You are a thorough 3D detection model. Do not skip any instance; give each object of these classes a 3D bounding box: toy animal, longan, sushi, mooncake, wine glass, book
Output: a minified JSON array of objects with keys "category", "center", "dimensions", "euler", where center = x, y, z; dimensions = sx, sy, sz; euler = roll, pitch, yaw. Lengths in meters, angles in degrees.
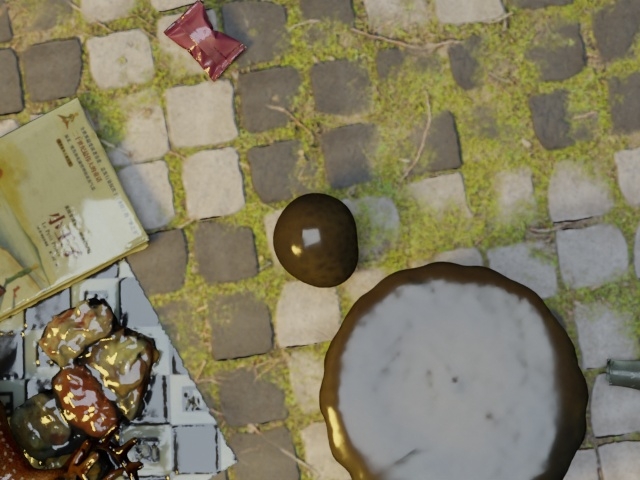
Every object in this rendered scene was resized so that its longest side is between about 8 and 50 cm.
[{"category":"toy animal","center":[-0.343,0.239,1.382],"dimensions":[0.260,0.087,0.243],"euler":[-41,75,15]},{"category":"longan","center":[0.000,0.000,1.428],"dimensions":[0.113,0.092,0.113],"euler":[16,64,-35]},{"category":"sushi","center":[-0.290,0.207,1.444],"dimensions":[0.292,0.059,0.294],"euler":[-29,86,1]},{"category":"mooncake","center":[0.142,0.170,1.372],"dimensions":[0.290,0.161,0.290],"euler":[0,85,2]},{"category":"wine glass","center":[0.364,0.149,1.422],"dimensions":[0.083,0.042,0.039],"euler":[7,57,6]},{"category":"book","center":[-0.367,-0.017,1.475],"dimensions":[0.289,0.026,0.201],"euler":[-28,80,1]}]

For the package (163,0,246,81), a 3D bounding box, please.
[{"category":"package","center":[-0.134,-0.234,1.480],"dimensions":[0.059,0.029,0.083],"euler":[-44,94,3]}]
